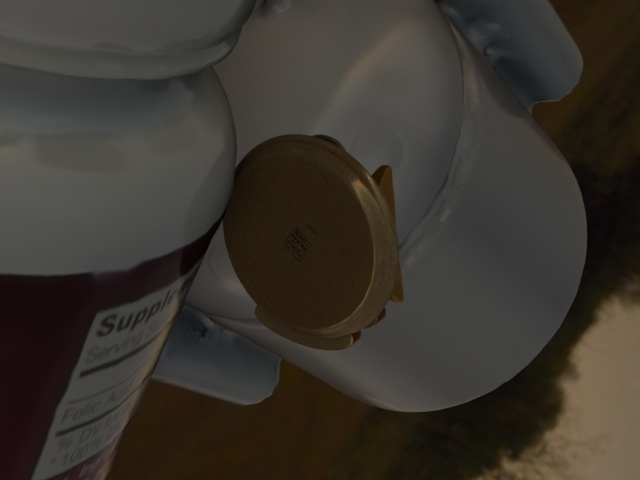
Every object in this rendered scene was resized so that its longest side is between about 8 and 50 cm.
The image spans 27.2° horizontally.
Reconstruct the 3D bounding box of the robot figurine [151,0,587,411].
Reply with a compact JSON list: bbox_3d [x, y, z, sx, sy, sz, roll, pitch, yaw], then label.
[{"bbox_3d":[0.017,-0.027,0.723,0.300,0.200,0.353,-49,143,3],"label":"robot figurine"}]

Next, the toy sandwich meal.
[{"bbox_3d":[0.000,0.000,0.488,0.029,0.085,0.085,-26,150,-52],"label":"toy sandwich meal"}]

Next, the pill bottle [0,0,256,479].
[{"bbox_3d":[-0.163,0.009,0.472,0.224,0.224,0.392,-37,155,-61],"label":"pill bottle"}]
